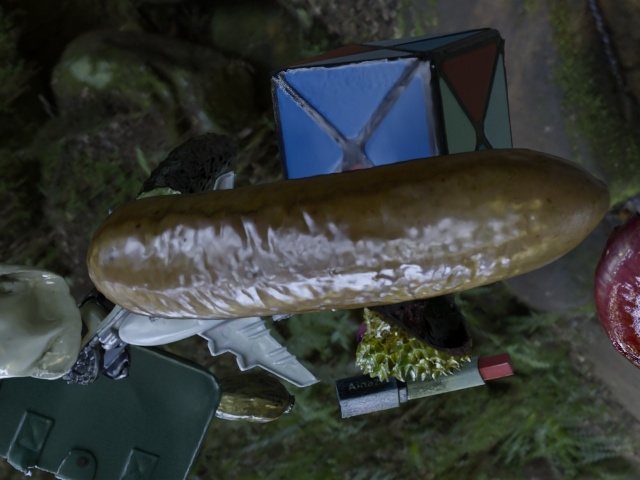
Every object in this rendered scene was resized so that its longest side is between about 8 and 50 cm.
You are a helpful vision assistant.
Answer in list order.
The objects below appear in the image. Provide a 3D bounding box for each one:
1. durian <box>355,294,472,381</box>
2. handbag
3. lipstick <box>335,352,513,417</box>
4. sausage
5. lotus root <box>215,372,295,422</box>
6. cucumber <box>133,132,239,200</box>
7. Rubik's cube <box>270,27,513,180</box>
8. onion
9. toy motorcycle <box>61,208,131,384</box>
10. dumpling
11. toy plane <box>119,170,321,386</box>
[{"bbox_3d":[0.105,0.128,1.140,0.119,0.108,0.186,49,-152,14],"label":"durian"},{"bbox_3d":[-0.328,0.255,1.455,0.326,0.239,0.089,24,171,-18],"label":"handbag"},{"bbox_3d":[0.183,0.240,1.651,0.051,0.312,0.051,-105,4,-52],"label":"lipstick"},{"bbox_3d":[-0.001,0.001,0.862,0.500,0.136,0.123,-7,105,25],"label":"sausage"},{"bbox_3d":[-0.134,0.294,1.812,0.179,0.089,0.080,8,-165,-21],"label":"lotus root"},{"bbox_3d":[-0.172,-0.087,1.275,0.081,0.072,0.303,34,-156,-7],"label":"cucumber"},{"bbox_3d":[0.104,-0.139,1.304,0.246,0.250,0.248,1,108,32],"label":"Rubik's cube"},{"bbox_3d":[0.611,0.063,1.513,0.347,0.285,0.348,13,129,17],"label":"onion"},{"bbox_3d":[-0.284,0.087,1.300,0.157,0.263,0.091,52,-156,22],"label":"toy motorcycle"},{"bbox_3d":[-0.425,0.096,1.217,0.250,0.162,0.132,14,-169,-13],"label":"dumpling"},{"bbox_3d":[-0.093,0.052,1.032,0.101,0.255,0.251,138,111,-74],"label":"toy plane"}]
